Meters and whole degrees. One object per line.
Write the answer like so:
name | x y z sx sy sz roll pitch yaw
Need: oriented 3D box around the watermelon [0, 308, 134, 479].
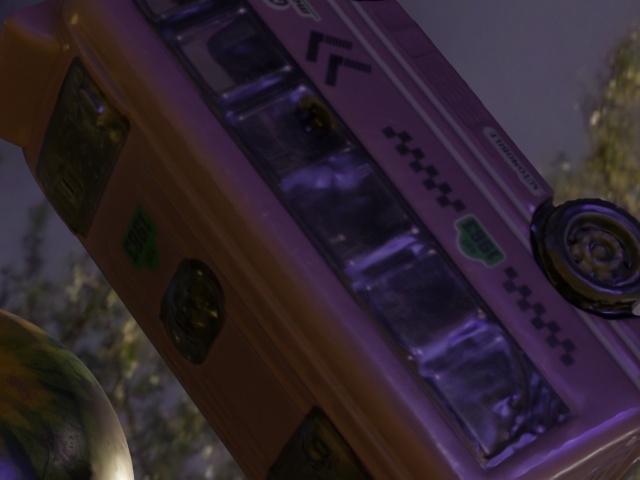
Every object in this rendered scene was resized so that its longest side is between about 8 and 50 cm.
watermelon | -0.236 0.153 1.001 0.269 0.269 0.269 7 -54 10

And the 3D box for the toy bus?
toy bus | 0.000 0.000 0.485 0.199 0.108 0.096 52 -35 17
